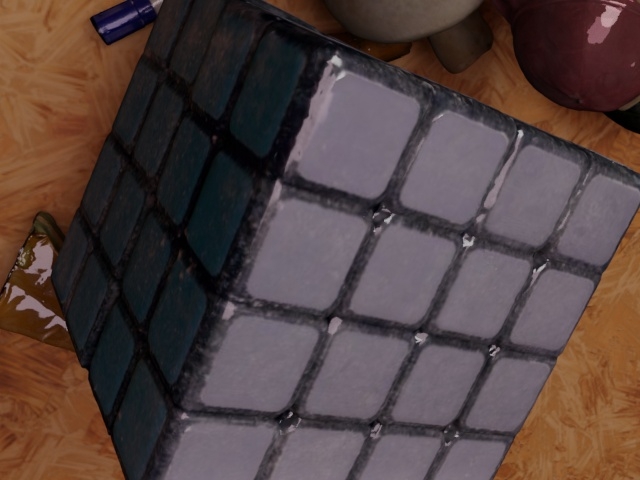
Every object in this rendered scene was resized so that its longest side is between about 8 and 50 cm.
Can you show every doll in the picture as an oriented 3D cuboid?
[{"bbox_3d":[0.257,-0.244,0.648,0.196,0.152,0.256,26,97,-12],"label":"doll"}]

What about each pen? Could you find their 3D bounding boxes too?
[{"bbox_3d":[-0.108,-0.274,0.758,0.269,0.033,0.033,-29,111,-6],"label":"pen"}]

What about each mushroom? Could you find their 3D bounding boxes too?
[{"bbox_3d":[0.109,-0.266,0.739,0.207,0.207,0.215,-42,128,-1],"label":"mushroom"}]

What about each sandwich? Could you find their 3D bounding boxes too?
[{"bbox_3d":[-0.249,0.056,0.788,0.163,0.079,0.113,24,98,-20],"label":"sandwich"}]

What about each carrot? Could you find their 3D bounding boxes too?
[{"bbox_3d":[0.020,-0.204,0.805,0.161,0.055,0.055,-14,109,-18],"label":"carrot"}]

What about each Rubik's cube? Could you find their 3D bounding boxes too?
[{"bbox_3d":[0.000,0.000,0.658,0.343,0.337,0.344,15,105,-34],"label":"Rubik's cube"}]

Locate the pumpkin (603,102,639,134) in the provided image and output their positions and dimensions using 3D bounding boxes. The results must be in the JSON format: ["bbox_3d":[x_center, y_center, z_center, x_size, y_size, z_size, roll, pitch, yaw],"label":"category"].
[{"bbox_3d":[0.384,-0.241,0.822,0.250,0.216,0.250,-21,119,-43],"label":"pumpkin"}]
